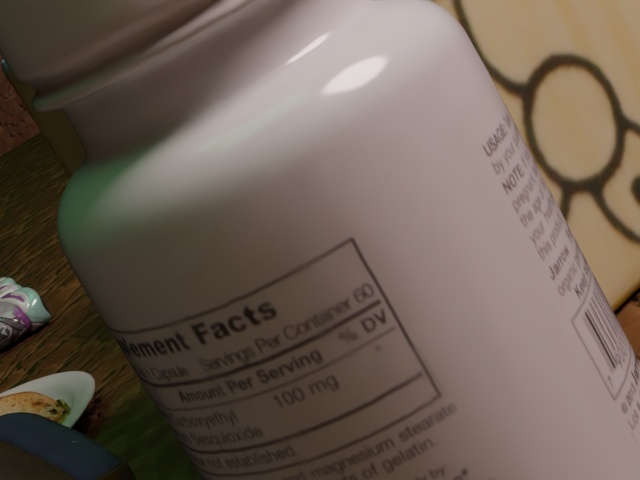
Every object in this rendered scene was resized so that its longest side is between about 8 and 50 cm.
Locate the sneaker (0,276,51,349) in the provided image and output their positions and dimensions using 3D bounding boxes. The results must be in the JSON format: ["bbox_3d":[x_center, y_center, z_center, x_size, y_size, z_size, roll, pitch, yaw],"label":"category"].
[{"bbox_3d":[-0.246,0.060,1.110,0.069,0.038,0.098,-35,14,-22],"label":"sneaker"}]

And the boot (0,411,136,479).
[{"bbox_3d":[-0.173,0.129,0.685,0.106,0.082,0.219,-25,16,-36],"label":"boot"}]

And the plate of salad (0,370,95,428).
[{"bbox_3d":[-0.214,0.121,0.817,0.200,0.048,0.200,-28,15,8],"label":"plate of salad"}]

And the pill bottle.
[{"bbox_3d":[0.000,0.000,0.435,0.131,0.229,0.131,-28,14,7],"label":"pill bottle"}]

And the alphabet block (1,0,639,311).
[{"bbox_3d":[0.022,-0.049,0.634,0.192,0.197,0.193,-38,16,-31],"label":"alphabet block"}]
